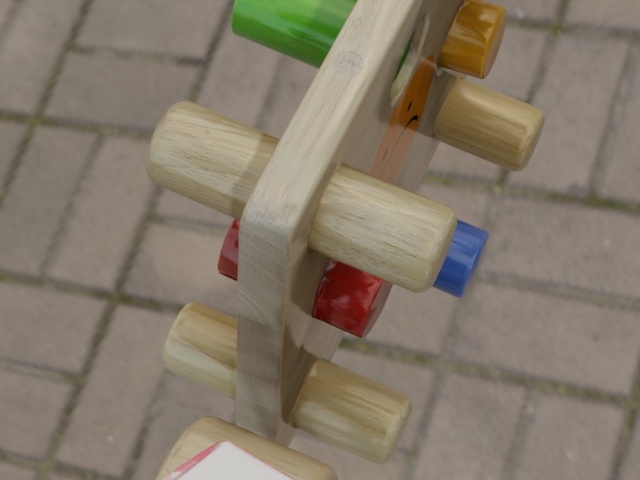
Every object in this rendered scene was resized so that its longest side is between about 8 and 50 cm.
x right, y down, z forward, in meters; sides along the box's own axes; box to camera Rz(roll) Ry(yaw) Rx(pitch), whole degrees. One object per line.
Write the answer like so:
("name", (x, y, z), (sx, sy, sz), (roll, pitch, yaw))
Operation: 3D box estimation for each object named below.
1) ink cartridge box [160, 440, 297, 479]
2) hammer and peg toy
("ink cartridge box", (-0.012, 0.193, 0.510), (0.158, 0.092, 0.218), (28, 120, 18))
("hammer and peg toy", (0.000, 0.000, 0.785), (0.127, 0.266, 0.361), (23, 64, 9))
